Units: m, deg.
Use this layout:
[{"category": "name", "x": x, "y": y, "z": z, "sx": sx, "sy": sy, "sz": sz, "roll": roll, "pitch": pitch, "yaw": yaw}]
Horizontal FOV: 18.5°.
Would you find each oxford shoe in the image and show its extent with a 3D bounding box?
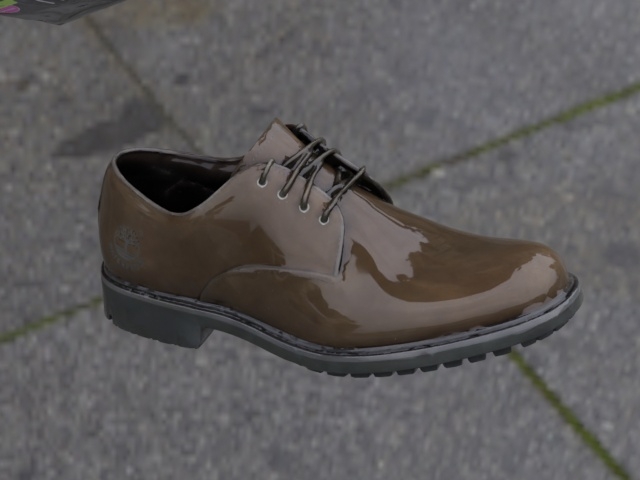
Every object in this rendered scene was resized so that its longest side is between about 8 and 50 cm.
[{"category": "oxford shoe", "x": 0.000, "y": 0.000, "z": 0.836, "sx": 0.227, "sy": 0.096, "sz": 0.083, "roll": 6, "pitch": 28, "yaw": 23}]

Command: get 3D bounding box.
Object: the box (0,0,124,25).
[{"category": "box", "x": -0.112, "y": -0.137, "z": 0.805, "sx": 0.052, "sy": 0.062, "sz": 0.083, "roll": 4, "pitch": 82, "yaw": -39}]
